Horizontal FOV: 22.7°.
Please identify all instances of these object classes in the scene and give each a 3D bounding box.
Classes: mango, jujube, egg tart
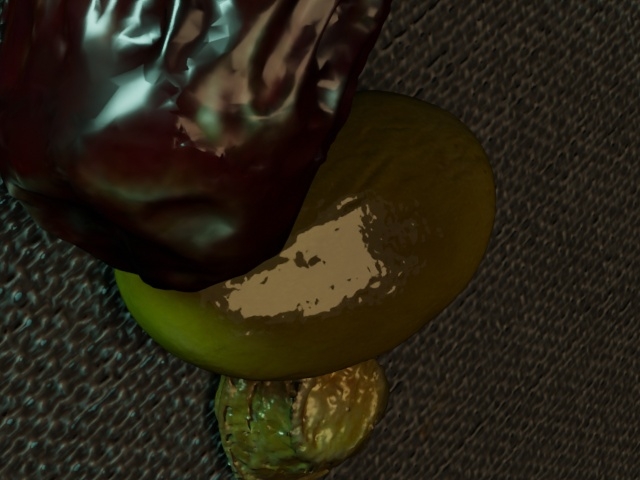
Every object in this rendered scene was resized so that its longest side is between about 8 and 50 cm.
[{"bbox_3d":[0.005,0.006,1.232,0.331,0.142,0.195,-34,105,-28],"label":"mango"},{"bbox_3d":[-0.072,-0.152,0.999,0.258,0.258,0.377,12,94,-51],"label":"jujube"},{"bbox_3d":[-0.008,0.128,1.327,0.191,0.074,0.191,-19,118,-41],"label":"egg tart"}]
